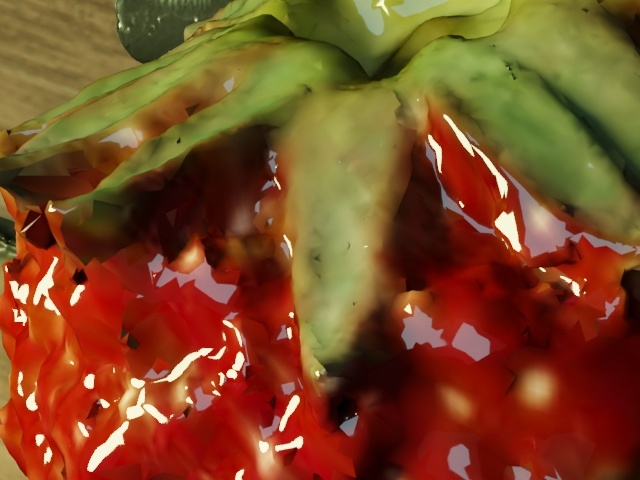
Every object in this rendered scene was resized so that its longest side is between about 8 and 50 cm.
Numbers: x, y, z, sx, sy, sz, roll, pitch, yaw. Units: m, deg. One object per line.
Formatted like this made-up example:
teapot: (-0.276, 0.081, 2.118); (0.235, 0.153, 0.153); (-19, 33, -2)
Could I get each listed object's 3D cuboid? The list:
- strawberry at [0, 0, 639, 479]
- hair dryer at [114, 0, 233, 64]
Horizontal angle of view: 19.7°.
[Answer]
strawberry: (0.071, 0.065, 0.532); (0.292, 0.343, 0.292); (-19, 26, 10)
hair dryer: (0.000, 0.000, 0.709); (0.235, 0.091, 0.272); (4, 83, 38)
